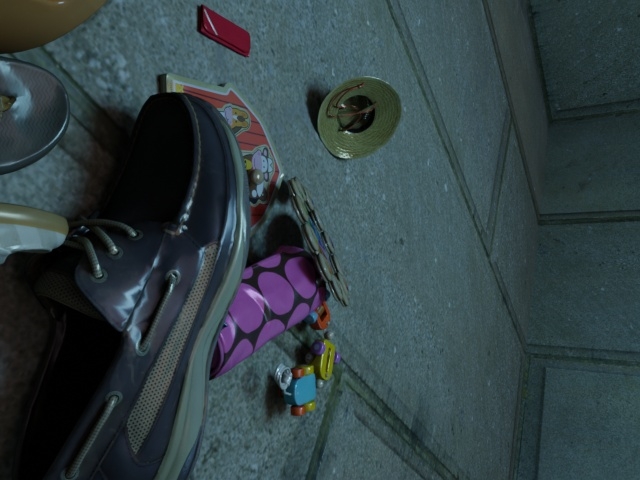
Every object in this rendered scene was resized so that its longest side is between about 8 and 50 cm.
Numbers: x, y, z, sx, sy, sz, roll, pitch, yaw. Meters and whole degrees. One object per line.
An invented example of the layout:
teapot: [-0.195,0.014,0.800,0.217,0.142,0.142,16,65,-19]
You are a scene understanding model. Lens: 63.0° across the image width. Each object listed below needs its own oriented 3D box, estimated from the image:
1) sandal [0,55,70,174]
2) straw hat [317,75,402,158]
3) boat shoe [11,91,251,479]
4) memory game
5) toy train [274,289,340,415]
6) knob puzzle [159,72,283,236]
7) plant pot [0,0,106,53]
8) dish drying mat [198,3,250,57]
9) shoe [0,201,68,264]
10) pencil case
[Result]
sandal: [-0.253,-0.087,0.321,0.219,0.060,0.090,-6,94,-58]
straw hat: [0.050,-0.202,0.808,0.144,0.144,0.061,48,9,-46]
boat shoe: [-0.150,0.037,0.416,0.130,0.132,0.355,21,70,-54]
memory game: [0.000,0.000,0.683,0.186,0.012,0.186,-23,90,-83]
toy train: [-0.025,0.147,0.695,0.166,0.046,0.125,-59,134,-46]
knob puzzle: [-0.096,-0.087,0.603,0.213,0.030,0.213,5,84,-58]
plant pot: [-0.209,-0.217,0.224,0.203,0.291,0.290,13,77,-75]
dish drying mat: [-0.110,-0.243,0.609,0.083,0.008,0.032,5,84,-58]
shoe: [-0.259,0.003,0.299,0.219,0.077,0.058,1,91,-50]
pencil case: [-0.076,0.068,0.576,0.209,0.095,0.098,-26,93,-58]
